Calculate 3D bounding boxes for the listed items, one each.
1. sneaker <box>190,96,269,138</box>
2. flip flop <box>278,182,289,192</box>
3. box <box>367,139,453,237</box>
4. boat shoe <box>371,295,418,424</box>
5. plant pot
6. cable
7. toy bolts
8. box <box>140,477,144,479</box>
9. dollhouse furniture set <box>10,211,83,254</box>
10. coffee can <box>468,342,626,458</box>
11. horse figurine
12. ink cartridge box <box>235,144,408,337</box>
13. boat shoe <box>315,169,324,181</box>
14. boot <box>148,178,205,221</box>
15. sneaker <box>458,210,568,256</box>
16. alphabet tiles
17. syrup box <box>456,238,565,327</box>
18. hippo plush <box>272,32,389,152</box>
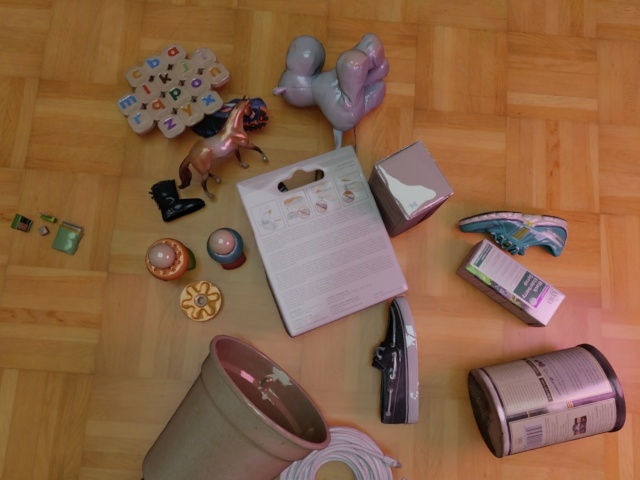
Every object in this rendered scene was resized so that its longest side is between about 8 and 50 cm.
[{"bbox_3d":[-0.238,-0.321,1.429,0.221,0.083,0.087,-4,44,6],"label":"sneaker"},{"bbox_3d":[-0.090,-0.032,1.382,0.112,0.080,0.277,-32,98,-3],"label":"flip flop"},{"bbox_3d":[0.203,-0.115,1.320,0.127,0.232,0.148,-29,82,-7],"label":"box"},{"bbox_3d":[0.172,0.285,1.319,0.102,0.108,0.301,-2,87,-3],"label":"boat shoe"},{"bbox_3d":[-0.200,0.431,1.192,0.334,0.334,0.305,41,92,5],"label":"plant pot"},{"bbox_3d":[0.036,0.558,1.271,0.257,0.089,0.257,36,82,5],"label":"cable"},{"bbox_3d":[-0.280,0.065,1.312,0.229,0.158,0.218,-29,82,-6],"label":"toy bolts"},{"bbox_3d":[-0.385,0.635,1.193,0.203,0.167,0.168,-42,77,-11],"label":"box"},{"bbox_3d":[-0.675,-0.025,1.367,0.152,0.058,0.076,19,80,2],"label":"dollhouse furniture set"},{"bbox_3d":[0.506,0.363,1.261,0.276,0.201,0.201,-11,81,-3],"label":"coffee can"},{"bbox_3d":[-0.247,-0.213,1.358,0.263,0.174,0.066,-34,49,-8],"label":"horse figurine"},{"bbox_3d":[0.000,0.000,1.335,0.308,0.091,0.384,-20,86,-11],"label":"ink cartridge box"},{"bbox_3d":[0.014,-0.110,1.399,0.060,0.064,0.177,3,77,1],"label":"boat shoe"},{"bbox_3d":[-0.365,-0.110,1.401,0.121,0.045,0.099,-22,75,-7],"label":"boot"},{"bbox_3d":[0.484,-0.017,1.382,0.275,0.107,0.109,7,89,0],"label":"sneaker"},{"bbox_3d":[-0.379,-0.388,1.425,0.284,0.021,0.278,-35,65,-7],"label":"alphabet tiles"},{"bbox_3d":[0.465,0.107,1.359,0.237,0.096,0.093,36,81,6],"label":"syrup box"},{"bbox_3d":[0.023,-0.400,1.411,0.237,0.234,0.294,24,122,20],"label":"hippo plush"}]
